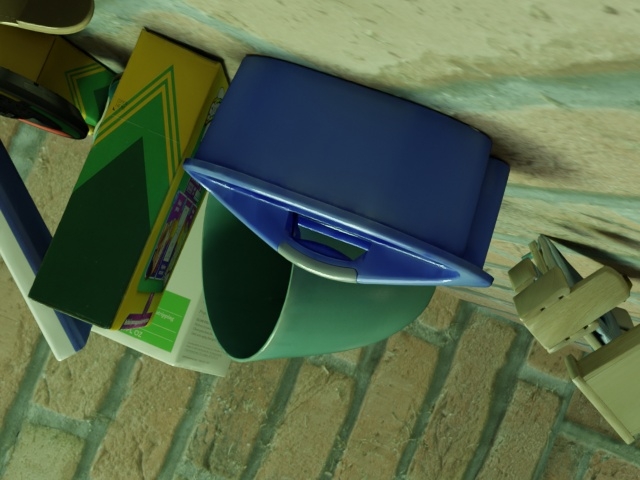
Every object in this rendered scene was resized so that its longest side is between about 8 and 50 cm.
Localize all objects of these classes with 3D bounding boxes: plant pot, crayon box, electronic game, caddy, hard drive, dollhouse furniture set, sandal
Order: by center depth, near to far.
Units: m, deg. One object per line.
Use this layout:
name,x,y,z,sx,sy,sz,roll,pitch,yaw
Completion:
sandal,-0.335,-0.246,1.224,0.240,0.088,0.079,17,171,-3
caddy,0.027,-0.049,1.284,0.341,0.179,0.241,20,177,20
crayon box,-0.209,-0.056,1.512,0.106,0.313,0.363,22,177,0
plant pot,0.010,0.010,1.602,0.235,0.293,0.293,4,-174,-27
hard drive,-0.381,-0.015,1.604,0.318,0.040,0.210,64,177,-9
dollhouse furniture set,0.384,0.051,1.640,0.286,0.198,0.303,47,-163,-27
electronic game,-0.410,-0.186,1.648,0.229,0.048,0.229,22,173,3
crayon box,-0.418,-0.251,1.765,0.202,0.081,0.318,21,176,17

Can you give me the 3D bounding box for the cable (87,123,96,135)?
cable,-0.307,-0.155,1.950,0.139,0.072,0.287,-4,-141,-47

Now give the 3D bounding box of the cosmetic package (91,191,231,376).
cosmetic package,-0.192,0.004,1.960,0.197,0.365,0.155,17,176,31

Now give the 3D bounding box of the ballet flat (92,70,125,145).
ballet flat,-0.255,-0.182,1.752,0.086,0.086,0.248,23,155,-17
